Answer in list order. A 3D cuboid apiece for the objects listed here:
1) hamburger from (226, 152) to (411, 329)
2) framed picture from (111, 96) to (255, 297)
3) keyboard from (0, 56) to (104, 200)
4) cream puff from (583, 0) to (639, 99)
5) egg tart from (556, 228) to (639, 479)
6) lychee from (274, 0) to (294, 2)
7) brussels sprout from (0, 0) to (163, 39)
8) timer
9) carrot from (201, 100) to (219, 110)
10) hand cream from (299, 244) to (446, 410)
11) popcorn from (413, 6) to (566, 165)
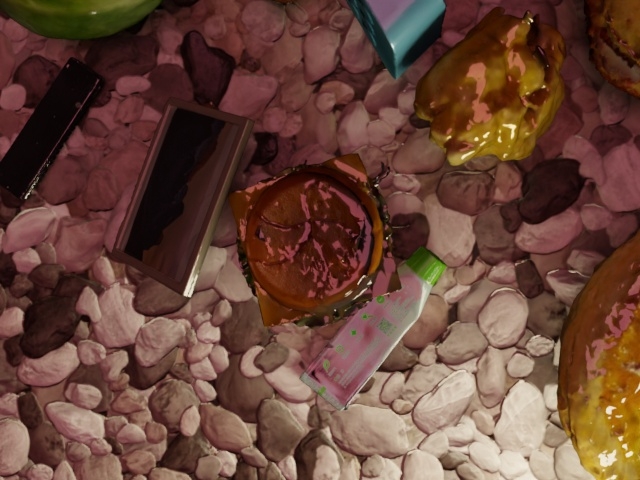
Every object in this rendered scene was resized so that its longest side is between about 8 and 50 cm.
[{"bbox_3d":[0.000,0.000,1.087,0.261,0.138,0.243,-14,85,13],"label":"hamburger"},{"bbox_3d":[-0.208,-0.071,1.119,0.192,0.018,0.266,21,92,39],"label":"framed picture"},{"bbox_3d":[-0.424,-0.174,1.186,0.072,0.023,0.231,35,92,11],"label":"keyboard"},{"bbox_3d":[0.502,-0.331,1.007,0.350,0.228,0.351,0,88,11],"label":"cream puff"},{"bbox_3d":[0.529,0.170,1.031,0.442,0.178,0.444,0,89,2],"label":"egg tart"},{"bbox_3d":[-0.056,-0.416,1.117,0.114,0.101,0.140,4,84,-3],"label":"lychee"},{"bbox_3d":[-0.321,-0.458,1.063,0.314,0.276,0.371,41,86,17],"label":"brussels sprout"},{"bbox_3d":[0.054,-0.357,1.046,0.091,0.232,0.250,-42,86,6],"label":"timer"},{"bbox_3d":[-0.186,-0.131,1.161,0.035,0.035,0.165,14,93,4],"label":"carrot"},{"bbox_3d":[0.085,0.130,1.137,0.079,0.050,0.275,42,99,29],"label":"hand cream"},{"bbox_3d":[0.242,-0.201,1.053,0.190,0.191,0.253,44,84,-10],"label":"popcorn"}]
